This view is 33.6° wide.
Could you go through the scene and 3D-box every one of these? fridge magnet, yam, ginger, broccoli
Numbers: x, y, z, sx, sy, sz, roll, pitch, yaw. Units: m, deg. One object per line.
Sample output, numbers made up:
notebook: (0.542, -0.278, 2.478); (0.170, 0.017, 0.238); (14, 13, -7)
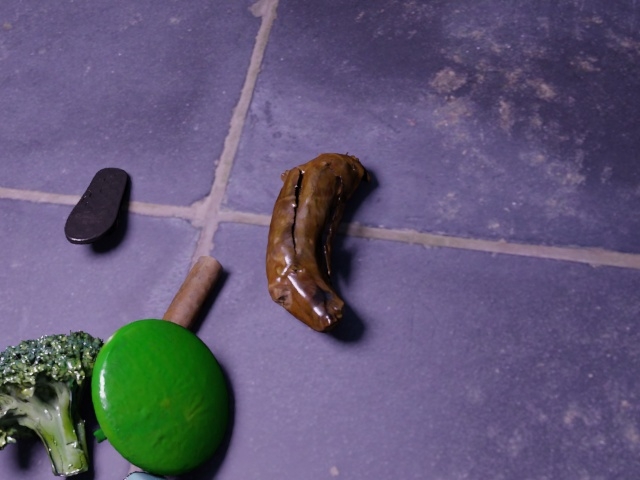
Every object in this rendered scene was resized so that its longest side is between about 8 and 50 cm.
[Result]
fridge magnet: (-0.208, 0.203, 1.377); (0.088, 0.208, 0.208); (-30, 45, 42)
yam: (-0.213, 0.136, 1.486); (0.046, 0.046, 0.264); (18, 62, 18)
ginger: (-0.012, -0.008, 1.520); (0.133, 0.107, 0.309); (19, 59, -8)
broccoli: (-0.359, 0.221, 1.400); (0.220, 0.194, 0.194); (-18, 54, -32)

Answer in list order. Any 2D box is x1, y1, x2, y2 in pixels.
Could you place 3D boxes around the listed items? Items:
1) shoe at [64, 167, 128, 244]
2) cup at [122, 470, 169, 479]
shoe: (-0.334, -0.041, 1.618); (0.071, 0.049, 0.179); (6, 40, 5)
cup: (-0.172, 0.390, 1.270); (0.134, 0.148, 0.236); (-39, 57, -20)
